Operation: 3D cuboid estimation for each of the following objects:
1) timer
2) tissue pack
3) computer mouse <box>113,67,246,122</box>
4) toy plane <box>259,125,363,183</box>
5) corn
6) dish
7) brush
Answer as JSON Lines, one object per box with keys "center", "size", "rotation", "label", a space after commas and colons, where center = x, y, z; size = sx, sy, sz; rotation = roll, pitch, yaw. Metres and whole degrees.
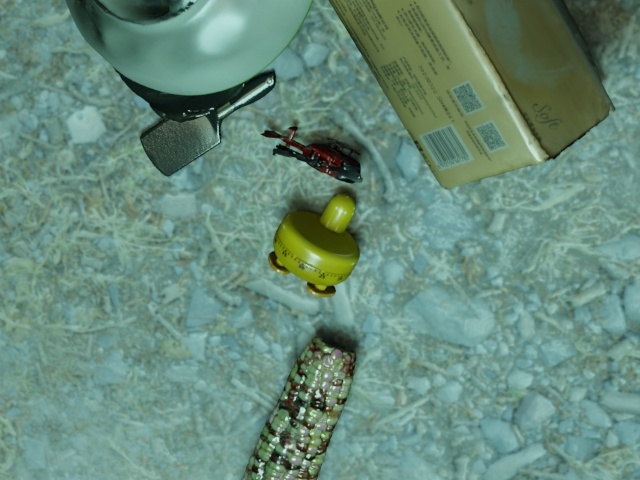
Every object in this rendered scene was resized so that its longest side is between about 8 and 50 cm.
{"center": [0.000, 0.000, 1.869], "size": [0.107, 0.107, 0.109], "rotation": [29, 115, 0], "label": "timer"}
{"center": [0.179, -0.244, 1.714], "size": [0.238, 0.238, 0.305], "rotation": [-29, 100, 18], "label": "tissue pack"}
{"center": [-0.170, -0.287, 1.819], "size": [0.168, 0.087, 0.295], "rotation": [-14, 92, 24], "label": "computer mouse"}
{"center": [-0.005, -0.101, 1.862], "size": [0.145, 0.060, 0.037], "rotation": [27, 112, 17], "label": "toy plane"}
{"center": [-0.031, 0.248, 1.972], "size": [0.092, 0.092, 0.280], "rotation": [22, 106, 3], "label": "corn"}
{"center": [-0.168, -0.321, 1.699], "size": [0.324, 0.124, 0.324], "rotation": [2, 94, 24], "label": "dish"}
{"center": [-0.131, -0.148, 1.891], "size": [0.193, 0.016, 0.063], "rotation": [-30, 101, 19], "label": "brush"}
